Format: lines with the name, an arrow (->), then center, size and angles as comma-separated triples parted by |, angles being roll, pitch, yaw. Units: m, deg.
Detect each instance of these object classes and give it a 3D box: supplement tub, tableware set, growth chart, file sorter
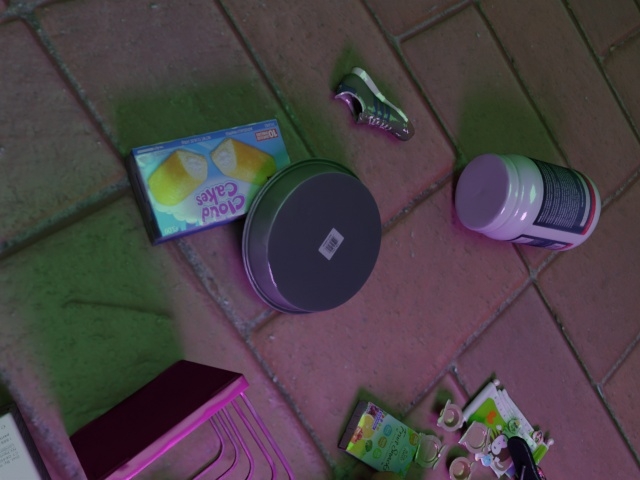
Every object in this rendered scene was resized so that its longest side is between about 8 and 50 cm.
supplement tub -> 0.458, -0.085, 1.239 | 0.272, 0.191, 0.191 | 9, 77, -26
tableware set -> 0.273, 0.415, 1.136 | 0.168, 0.020, 0.141 | 35, 75, -15
growth chart -> 0.398, 0.423, 1.212 | 0.237, 0.021, 0.172 | 49, 64, -11
file sorter -> -0.195, 0.307, 0.776 | 0.202, 0.290, 0.182 | -33, 99, -28

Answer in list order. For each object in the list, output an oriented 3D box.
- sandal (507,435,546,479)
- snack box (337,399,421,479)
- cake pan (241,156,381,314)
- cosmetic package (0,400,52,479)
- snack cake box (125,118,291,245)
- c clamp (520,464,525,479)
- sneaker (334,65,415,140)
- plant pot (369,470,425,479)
sandal -> 0.447, 0.496, 1.177 | 0.040, 0.067, 0.179 | -13, 84, -38
snack box -> 0.114, 0.382, 1.062 | 0.141, 0.037, 0.100 | 37, 67, -17
cake pan -> 0.000, 0.000, 1.005 | 0.293, 0.054, 0.293 | -10, 107, -35
cosmetic package -> -0.395, 0.380, 0.731 | 0.113, 0.160, 0.310 | -24, 91, -28
snack cake box -> -0.181, -0.103, 0.970 | 0.264, 0.089, 0.152 | -19, 89, -29
c clamp -> 0.354, 0.542, 1.141 | 0.160, 0.022, 0.137 | -7, 102, -27
sneaker -> 0.106, -0.264, 1.168 | 0.192, 0.064, 0.086 | 46, 72, -13
plant pot -> 0.134, 0.546, 0.936 | 0.276, 0.276, 0.254 | 37, 56, -17
